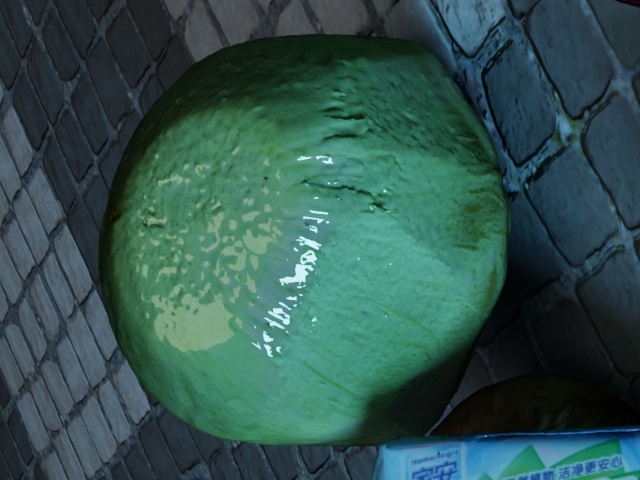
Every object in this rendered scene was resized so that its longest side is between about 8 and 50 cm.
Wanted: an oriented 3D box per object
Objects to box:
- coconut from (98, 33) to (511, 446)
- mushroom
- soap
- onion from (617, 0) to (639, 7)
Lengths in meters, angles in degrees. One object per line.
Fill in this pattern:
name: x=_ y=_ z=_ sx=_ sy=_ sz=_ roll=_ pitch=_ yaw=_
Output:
coconut: x=0.000 y=0.000 z=1.405 sx=0.281 sy=0.328 sz=0.328 roll=-1 pitch=110 yaw=31
mushroom: x=0.195 y=0.197 z=1.346 sx=0.151 sy=0.156 sz=0.286 roll=-51 pitch=60 yaw=29
soap: x=0.160 y=0.196 z=1.245 sx=0.077 sy=0.293 sz=0.156 roll=34 pitch=-128 yaw=-73
onion: x=0.175 y=-0.240 z=0.971 sx=0.252 sy=0.219 sz=0.252 roll=11 pitch=140 yaw=10
